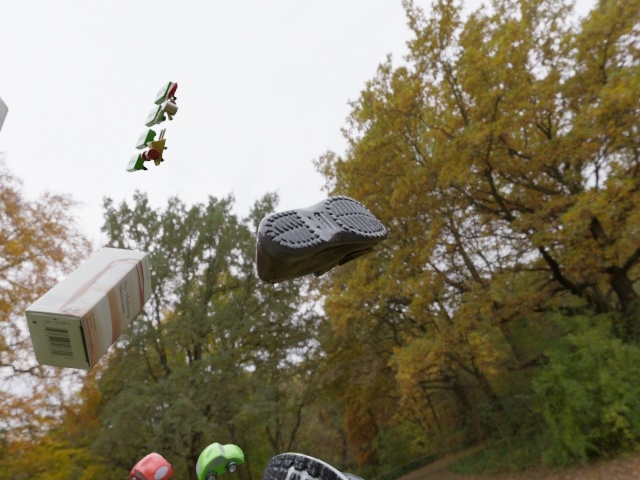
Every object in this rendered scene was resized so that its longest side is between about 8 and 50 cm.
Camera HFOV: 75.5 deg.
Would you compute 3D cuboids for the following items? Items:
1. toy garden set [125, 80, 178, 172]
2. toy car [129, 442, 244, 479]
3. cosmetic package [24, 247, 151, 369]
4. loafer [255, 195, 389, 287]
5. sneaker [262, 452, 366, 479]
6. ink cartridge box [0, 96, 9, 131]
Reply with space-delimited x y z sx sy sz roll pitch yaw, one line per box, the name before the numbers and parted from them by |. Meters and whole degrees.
toy garden set | -0.406 -0.284 1.050 0.049 0.245 0.203 24 -10 -35
toy car | -0.265 0.461 0.821 0.224 0.053 0.239 -18 13 -23
cosmetic package | -0.538 0.151 1.000 0.129 0.296 0.153 6 -63 2
loafer | 0.000 0.000 0.842 0.365 0.134 0.130 -9 -38 -47
sneaker | 0.059 0.366 0.534 0.299 0.111 0.121 16 -18 21
ink cartridge box | -0.397 -0.092 0.279 0.232 0.172 0.168 0 -26 -8
